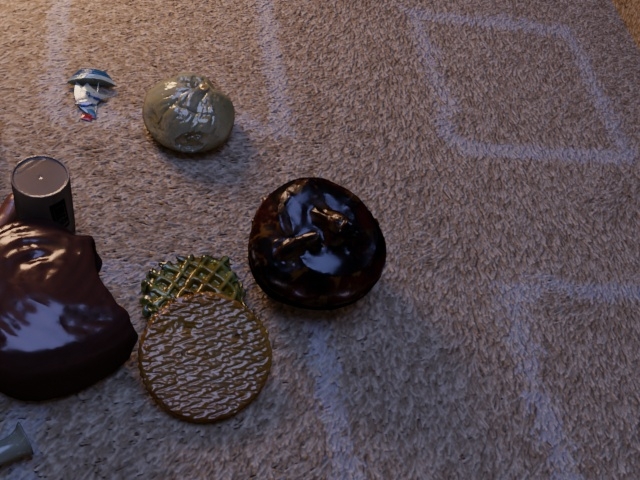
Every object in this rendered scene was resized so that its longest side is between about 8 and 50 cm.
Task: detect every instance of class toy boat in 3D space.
[{"bbox_3d":[-0.557,-0.350,1.787,0.105,0.034,0.149,22,63,-3],"label":"toy boat"}]

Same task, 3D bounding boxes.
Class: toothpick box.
[{"bbox_3d":[-0.543,-0.069,1.477,0.111,0.181,0.111,7,52,-9],"label":"toothpick box"}]

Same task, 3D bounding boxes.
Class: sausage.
[{"bbox_3d":[-0.646,-0.021,1.497,0.043,0.043,0.186,19,51,-2],"label":"sausage"}]

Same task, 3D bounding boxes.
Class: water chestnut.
[{"bbox_3d":[0.000,0.000,1.530,0.300,0.300,0.300,8,52,-11],"label":"water chestnut"}]

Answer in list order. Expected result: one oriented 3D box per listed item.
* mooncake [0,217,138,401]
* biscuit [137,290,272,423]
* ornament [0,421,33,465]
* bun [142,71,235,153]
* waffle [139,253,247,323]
[{"bbox_3d":[-0.491,0.122,1.358,0.333,0.174,0.326,12,49,-6],"label":"mooncake"},{"bbox_3d":[-0.216,0.218,1.412,0.254,0.035,0.254,6,72,-18],"label":"biscuit"},{"bbox_3d":[-0.554,0.358,1.221,0.156,0.075,0.081,-25,83,-29],"label":"ornament"},{"bbox_3d":[-0.300,-0.311,1.759,0.220,0.134,0.220,10,48,-11],"label":"bun"},{"bbox_3d":[-0.252,0.117,1.503,0.214,0.054,0.208,-7,58,-22],"label":"waffle"}]
